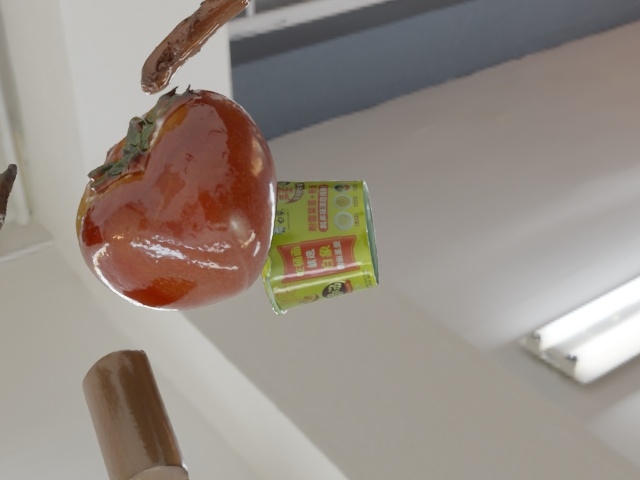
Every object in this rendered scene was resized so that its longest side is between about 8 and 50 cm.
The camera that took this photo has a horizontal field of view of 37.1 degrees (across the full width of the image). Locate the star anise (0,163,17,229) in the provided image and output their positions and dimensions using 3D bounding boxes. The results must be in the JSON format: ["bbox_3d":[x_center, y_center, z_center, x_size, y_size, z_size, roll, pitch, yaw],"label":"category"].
[{"bbox_3d":[-0.595,0.022,1.461,0.349,0.109,0.292,-25,-155,36],"label":"star anise"}]

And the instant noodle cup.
[{"bbox_3d":[0.000,0.000,2.025,0.221,0.311,0.311,-8,-147,8],"label":"instant noodle cup"}]

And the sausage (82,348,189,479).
[{"bbox_3d":[-0.308,0.300,1.560,0.123,0.123,0.253,-14,-128,-19],"label":"sausage"}]

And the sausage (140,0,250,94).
[{"bbox_3d":[-0.280,-0.442,2.073,0.326,0.079,0.087,-47,-134,-11],"label":"sausage"}]

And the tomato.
[{"bbox_3d":[-0.203,-0.054,1.460,0.341,0.273,0.341,-36,-151,23],"label":"tomato"}]
